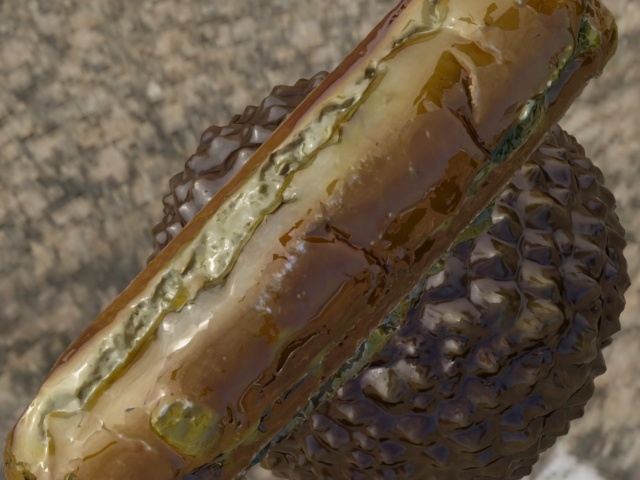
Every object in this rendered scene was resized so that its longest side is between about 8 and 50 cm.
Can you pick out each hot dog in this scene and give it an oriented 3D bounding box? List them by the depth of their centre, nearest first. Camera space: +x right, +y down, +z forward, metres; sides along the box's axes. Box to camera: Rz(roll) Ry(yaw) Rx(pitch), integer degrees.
[{"bbox_3d":[0.000,0.000,0.618,0.072,0.115,0.269,41,82,16],"label":"hot dog"}]

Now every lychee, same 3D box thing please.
[{"bbox_3d":[0.032,0.022,1.024,0.267,0.267,0.267,-1,72,4],"label":"lychee"}]
